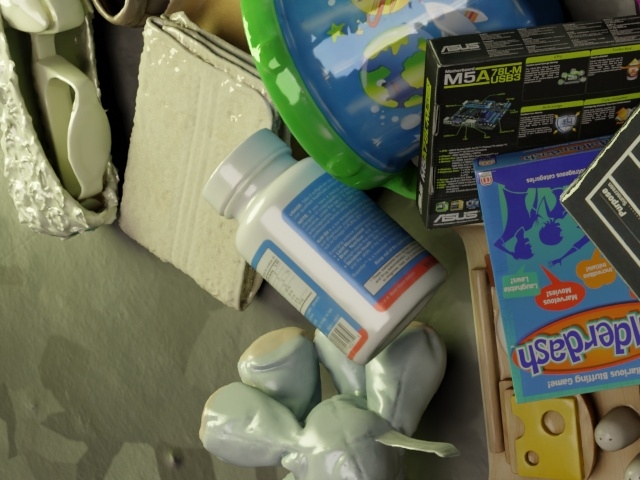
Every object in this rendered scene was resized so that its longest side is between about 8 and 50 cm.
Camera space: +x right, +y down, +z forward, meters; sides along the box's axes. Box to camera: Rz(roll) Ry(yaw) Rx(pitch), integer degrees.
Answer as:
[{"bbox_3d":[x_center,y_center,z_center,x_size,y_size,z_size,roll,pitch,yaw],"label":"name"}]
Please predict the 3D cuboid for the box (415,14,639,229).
[{"bbox_3d":[0.180,-0.098,1.305,0.045,0.190,0.184,-106,11,-47],"label":"box"}]

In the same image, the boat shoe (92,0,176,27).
[{"bbox_3d":[-0.227,-0.375,1.589,0.116,0.096,0.324,-18,91,36],"label":"boat shoe"}]

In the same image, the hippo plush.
[{"bbox_3d":[0.050,0.225,1.517,0.294,0.234,0.237,25,146,43],"label":"hippo plush"}]

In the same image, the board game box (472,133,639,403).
[{"bbox_3d":[0.224,0.022,1.287,0.160,0.047,0.210,-11,106,7],"label":"board game box"}]

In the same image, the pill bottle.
[{"bbox_3d":[0.000,0.000,1.434,0.221,0.124,0.124,44,122,8],"label":"pill bottle"}]

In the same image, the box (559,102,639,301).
[{"bbox_3d":[0.368,-0.028,1.017,0.296,0.182,0.294,54,135,20],"label":"box"}]

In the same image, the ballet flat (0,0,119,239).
[{"bbox_3d":[-0.280,-0.196,1.637,0.147,0.147,0.409,2,110,34],"label":"ballet flat"}]

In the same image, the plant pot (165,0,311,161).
[{"bbox_3d":[-0.067,-0.160,1.553,0.236,0.032,0.236,19,122,33],"label":"plant pot"}]

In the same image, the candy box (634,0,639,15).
[{"bbox_3d":[0.340,-0.098,1.246,0.159,0.071,0.234,-174,73,-67],"label":"candy box"}]

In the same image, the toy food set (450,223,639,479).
[{"bbox_3d":[0.223,0.124,1.408,0.219,0.092,0.306,-1,100,34],"label":"toy food set"}]

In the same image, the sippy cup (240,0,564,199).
[{"bbox_3d":[0.085,-0.194,1.358,0.224,0.305,0.240,-27,54,25],"label":"sippy cup"}]

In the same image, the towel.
[{"bbox_3d":[-0.120,-0.082,1.582,0.187,0.049,0.282,34,130,25],"label":"towel"}]
